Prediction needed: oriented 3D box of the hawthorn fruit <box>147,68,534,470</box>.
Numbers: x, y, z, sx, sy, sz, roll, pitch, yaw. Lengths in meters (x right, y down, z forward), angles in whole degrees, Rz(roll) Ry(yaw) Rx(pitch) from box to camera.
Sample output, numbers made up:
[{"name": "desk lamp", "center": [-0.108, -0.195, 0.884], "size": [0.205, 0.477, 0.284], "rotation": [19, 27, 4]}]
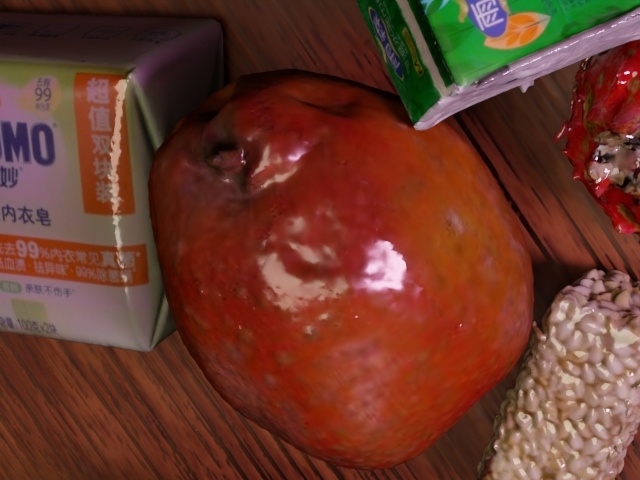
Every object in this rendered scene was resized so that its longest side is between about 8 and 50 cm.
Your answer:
[{"name": "hawthorn fruit", "center": [0.000, 0.000, 0.889], "size": [0.211, 0.210, 0.262], "rotation": [-4, 147, 25]}]

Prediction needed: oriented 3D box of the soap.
[{"name": "soap", "center": [-0.163, -0.044, 1.014], "size": [0.199, 0.138, 0.182], "rotation": [6, 112, 23]}]

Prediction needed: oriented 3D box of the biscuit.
[{"name": "biscuit", "center": [0.154, 0.096, 0.970], "size": [0.082, 0.070, 0.168], "rotation": [28, 121, 19]}]

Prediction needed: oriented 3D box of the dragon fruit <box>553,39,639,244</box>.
[{"name": "dragon fruit", "center": [0.197, -0.048, 0.872], "size": [0.153, 0.111, 0.153], "rotation": [10, 118, 20]}]

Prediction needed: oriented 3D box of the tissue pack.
[{"name": "tissue pack", "center": [0.075, -0.178, 0.841], "size": [0.148, 0.156, 0.209], "rotation": [-24, 86, -11]}]
